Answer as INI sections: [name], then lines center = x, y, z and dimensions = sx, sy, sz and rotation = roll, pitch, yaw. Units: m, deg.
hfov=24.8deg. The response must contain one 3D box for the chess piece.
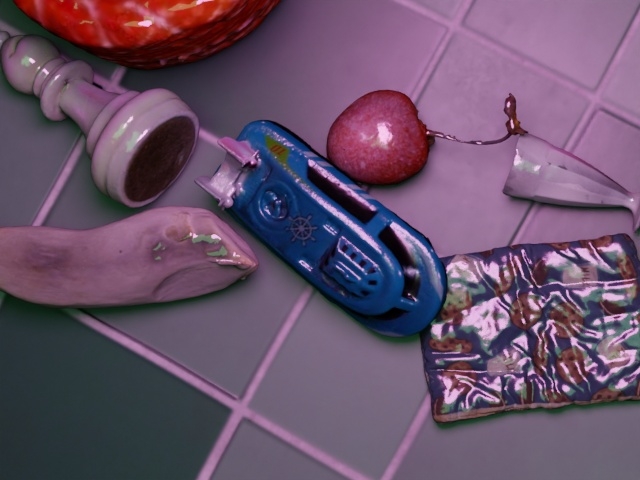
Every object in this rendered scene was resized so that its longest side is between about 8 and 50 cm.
[chess piece]
center = -0.278, -0.164, 1.664
dimensions = 0.271, 0.139, 0.139
rotation = 36, 93, 19

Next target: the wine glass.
[wine glass]
center = 0.282, -0.063, 1.590
dimensions = 0.155, 0.073, 0.073
rotation = 17, 90, 6

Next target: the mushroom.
[mushroom]
center = -0.242, 0.022, 1.656
dimensions = 0.351, 0.097, 0.109
rotation = -5, 89, 11

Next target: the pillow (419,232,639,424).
[pillow]
center = 0.235, 0.096, 1.609
dimensions = 0.255, 0.034, 0.189
rotation = -8, 84, 10

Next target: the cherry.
[cherry]
center = 0.109, -0.127, 1.604
dimensions = 0.225, 0.090, 0.107
rotation = -17, 72, 14

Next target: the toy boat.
[toy boat]
center = 0.000, 0.000, 1.594
dimensions = 0.299, 0.092, 0.134
rotation = 39, 118, 11

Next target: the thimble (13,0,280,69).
[thimble]
center = -0.186, -0.357, 1.597
dimensions = 0.350, 0.230, 0.350
rotation = 0, 89, 9
